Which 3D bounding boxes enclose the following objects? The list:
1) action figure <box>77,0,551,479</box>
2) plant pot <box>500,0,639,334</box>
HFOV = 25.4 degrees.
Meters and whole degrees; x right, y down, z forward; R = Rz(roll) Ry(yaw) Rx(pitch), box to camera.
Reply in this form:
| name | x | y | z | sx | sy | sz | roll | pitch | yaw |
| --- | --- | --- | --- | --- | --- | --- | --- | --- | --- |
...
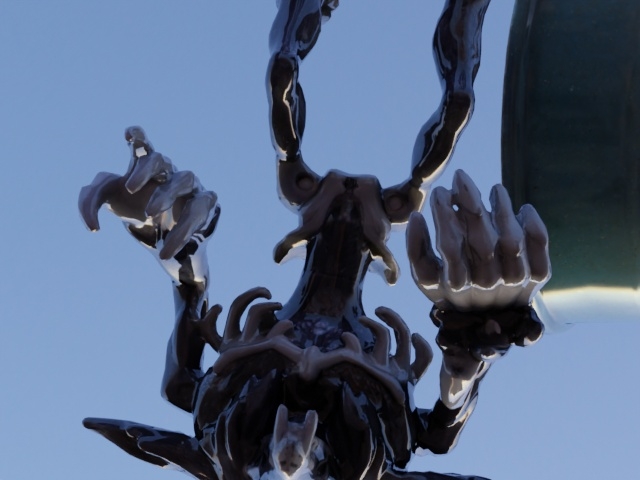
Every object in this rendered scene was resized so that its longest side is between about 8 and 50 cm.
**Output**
| name | x | y | z | sx | sy | sz | roll | pitch | yaw |
| --- | --- | --- | --- | --- | --- | --- | --- | --- | --- |
| action figure | 0.000 | 0.000 | 0.499 | 0.164 | 0.141 | 0.276 | 6 | -104 | 10 |
| plant pot | 0.338 | -0.086 | 1.021 | 0.334 | 0.341 | 0.341 | 4 | -67 | 25 |
